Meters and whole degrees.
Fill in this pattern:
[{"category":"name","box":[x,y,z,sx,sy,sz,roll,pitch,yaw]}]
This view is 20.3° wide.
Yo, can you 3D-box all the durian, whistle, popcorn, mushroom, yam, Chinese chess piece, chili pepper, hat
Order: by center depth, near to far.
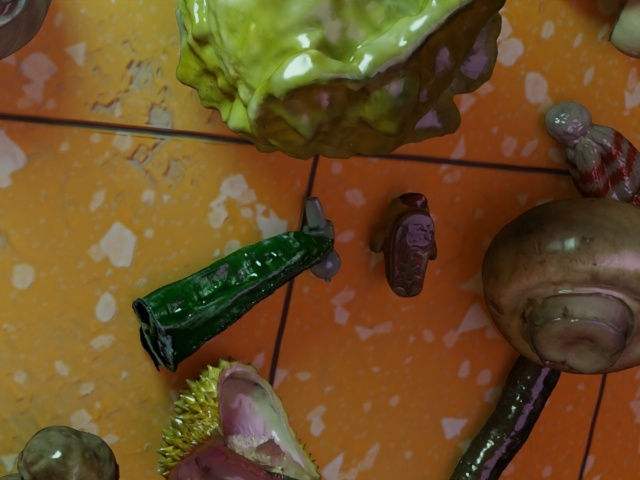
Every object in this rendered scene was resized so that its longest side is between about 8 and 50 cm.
[{"category":"popcorn","box":[0.031,-0.213,1.677,0.312,0.312,0.312,-12,112,-32]},{"category":"chili pepper","box":[-0.080,0.051,1.828,0.227,0.059,0.088,-27,119,-22]},{"category":"durian","box":[-0.089,0.211,1.842,0.182,0.132,0.165,-11,123,-44]},{"category":"whistle","box":[0.000,0.000,1.891,0.035,0.035,0.100,-24,117,-26]},{"category":"mushroom","box":[0.302,0.059,1.996,0.254,0.184,0.255,2,129,3]},{"category":"Chinese chess piece","box":[0.374,-0.264,2.014,0.122,0.051,0.122,-57,170,-16]},{"category":"hat","box":[0.318,-0.093,2.050,0.112,0.093,0.162,-51,121,-19]},{"category":"yam","box":[0.202,0.249,2.103,0.061,0.061,0.253,30,88,-38]}]

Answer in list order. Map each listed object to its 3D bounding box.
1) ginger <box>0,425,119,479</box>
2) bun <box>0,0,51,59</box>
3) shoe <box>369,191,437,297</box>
[{"category":"ginger","box":[-0.271,0.333,1.737,0.244,0.155,0.304,-22,118,-25]},{"category":"bun","box":[-0.305,-0.232,1.548,0.172,0.120,0.173,-12,111,-34]},{"category":"shoe","box":[0.090,0.003,1.937,0.072,0.069,0.109,-13,106,-5]}]
